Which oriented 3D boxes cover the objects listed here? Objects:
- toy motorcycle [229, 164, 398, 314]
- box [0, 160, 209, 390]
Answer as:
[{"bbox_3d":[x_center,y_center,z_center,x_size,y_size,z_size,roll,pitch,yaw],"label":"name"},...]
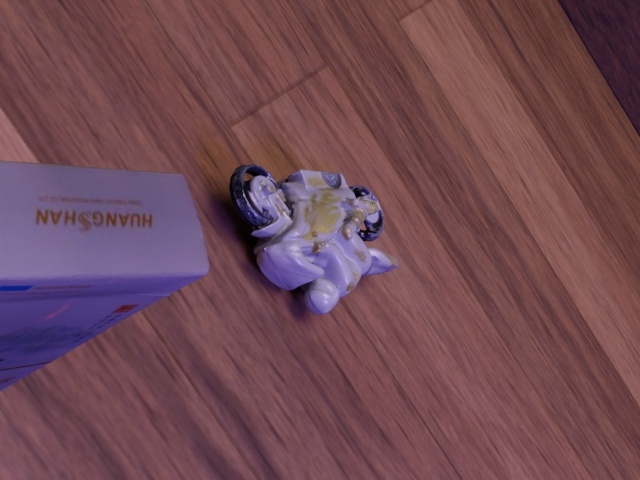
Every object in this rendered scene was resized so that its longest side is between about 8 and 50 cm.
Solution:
[{"bbox_3d":[0.000,0.000,0.990,0.228,0.074,0.151,9,62,-52],"label":"toy motorcycle"},{"bbox_3d":[-0.193,0.034,0.554,0.149,0.233,0.067,-2,69,-54],"label":"box"}]
